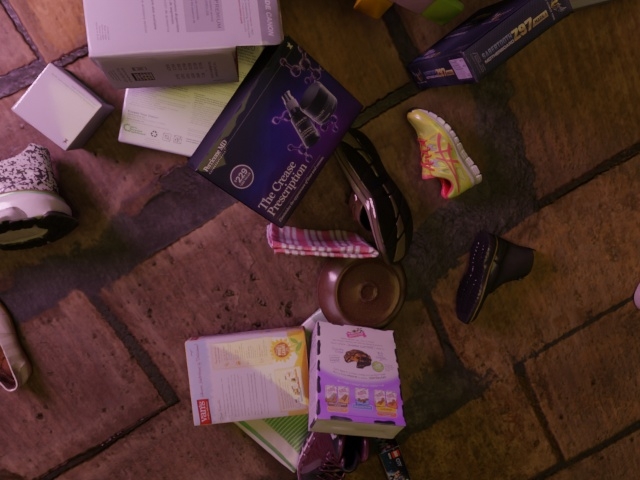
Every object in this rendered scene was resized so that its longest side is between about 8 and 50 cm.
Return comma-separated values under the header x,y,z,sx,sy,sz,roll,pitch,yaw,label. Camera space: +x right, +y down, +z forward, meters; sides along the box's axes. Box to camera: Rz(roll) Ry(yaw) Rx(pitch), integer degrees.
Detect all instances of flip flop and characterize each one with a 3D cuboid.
x,y,z,sx,sy,sz,roll,pitch,yaw,label
0.092,-0.082,0.915,0.112,0.080,0.277,-32,95,-41,flip flop

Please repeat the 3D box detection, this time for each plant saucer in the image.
x,y,z,sx,sy,sz,roll,pitch,yaw,label
0.093,0.103,0.966,0.198,0.036,0.199,-2,96,-15,plant saucer

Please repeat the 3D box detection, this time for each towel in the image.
x,y,z,sx,sy,sz,roll,pitch,yaw,label
0.000,0.000,0.885,0.196,0.144,0.029,3,104,-11,towel
-0.020,0.323,1.015,0.325,0.038,0.248,-43,105,2,towel

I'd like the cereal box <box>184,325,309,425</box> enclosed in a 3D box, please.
x,y,z,sx,sy,sz,roll,pitch,yaw,label
-0.142,0.270,0.949,0.240,0.047,0.173,-5,93,-1,cereal box

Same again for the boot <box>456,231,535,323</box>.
x,y,z,sx,sy,sz,roll,pitch,yaw,label
0.381,0.093,1.012,0.136,0.077,0.198,13,102,-17,boot

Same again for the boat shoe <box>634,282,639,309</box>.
x,y,z,sx,sy,sz,roll,pitch,yaw,label
0.841,0.032,1.059,0.116,0.097,0.325,25,98,-14,boat shoe

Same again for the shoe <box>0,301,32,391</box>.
x,y,z,sx,sy,sz,roll,pitch,yaw,label
-0.607,0.182,0.870,0.076,0.058,0.219,-23,106,-4,shoe

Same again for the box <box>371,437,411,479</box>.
x,y,z,sx,sy,sz,roll,pitch,yaw,label
0.159,0.493,1.021,0.044,0.159,0.233,-21,106,-4,box

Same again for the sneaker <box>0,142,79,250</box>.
x,y,z,sx,sy,sz,roll,pitch,yaw,label
-0.624,-0.066,0.795,0.409,0.158,0.182,-10,74,-5,sneaker

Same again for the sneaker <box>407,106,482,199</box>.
x,y,z,sx,sy,sz,roll,pitch,yaw,label
0.226,-0.165,0.918,0.094,0.081,0.208,-41,107,4,sneaker

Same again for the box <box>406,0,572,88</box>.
x,y,z,sx,sy,sz,roll,pitch,yaw,label
0.271,-0.339,0.803,0.183,0.233,0.059,-36,109,1,box

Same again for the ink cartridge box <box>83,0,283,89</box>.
x,y,z,sx,sy,sz,roll,pitch,yaw,label
-0.208,-0.409,0.720,0.271,0.130,0.310,-6,88,-8,ink cartridge box

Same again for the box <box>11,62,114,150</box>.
x,y,z,sx,sy,sz,roll,pitch,yaw,label
-0.426,-0.221,0.789,0.101,0.087,0.102,40,94,-16,box

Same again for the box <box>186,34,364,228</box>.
x,y,z,sx,sy,sz,roll,pitch,yaw,label
-0.078,-0.182,0.818,0.184,0.103,0.261,34,88,-26,box

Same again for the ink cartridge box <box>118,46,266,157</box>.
x,y,z,sx,sy,sz,roll,pitch,yaw,label
-0.224,-0.260,0.836,0.223,0.045,0.224,12,100,-13,ink cartridge box

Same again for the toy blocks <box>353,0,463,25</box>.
x,y,z,sx,sy,sz,roll,pitch,yaw,label
0.067,-0.521,0.681,0.381,0.190,0.261,14,76,-23,toy blocks

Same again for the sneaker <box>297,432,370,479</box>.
x,y,z,sx,sy,sz,roll,pitch,yaw,label
0.026,0.441,0.945,0.106,0.162,0.282,11,99,-12,sneaker

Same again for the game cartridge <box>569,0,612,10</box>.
x,y,z,sx,sy,sz,roll,pitch,yaw,label
0.502,-0.544,0.889,0.294,0.060,0.196,-17,102,-5,game cartridge

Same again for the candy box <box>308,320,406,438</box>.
x,y,z,sx,sy,sz,roll,pitch,yaw,label
0.064,0.263,0.902,0.164,0.196,0.070,10,137,-10,candy box
